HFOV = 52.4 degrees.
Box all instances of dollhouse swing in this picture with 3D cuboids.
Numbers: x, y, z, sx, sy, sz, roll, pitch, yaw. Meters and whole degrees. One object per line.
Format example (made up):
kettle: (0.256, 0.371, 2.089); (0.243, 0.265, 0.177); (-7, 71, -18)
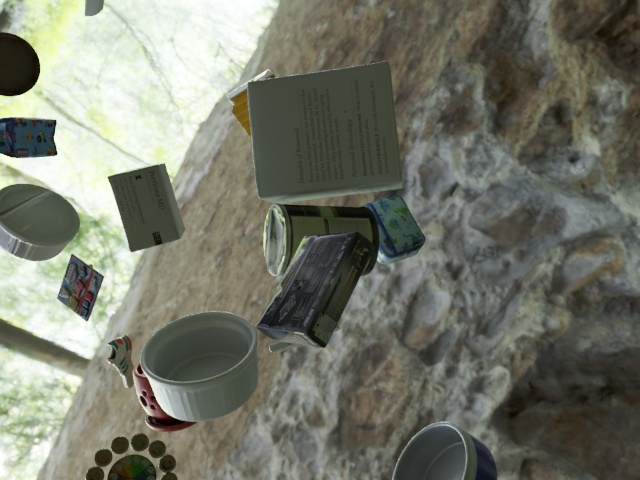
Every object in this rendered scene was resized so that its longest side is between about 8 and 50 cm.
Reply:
dollhouse swing: (-0.197, -0.452, 2.624); (0.315, 0.347, 0.305); (-25, -149, 21)

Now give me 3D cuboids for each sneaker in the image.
sneaker: (-0.604, 0.369, 1.951); (0.057, 0.075, 0.162); (3, -79, 44)

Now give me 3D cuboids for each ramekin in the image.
ramekin: (-0.934, -0.050, 2.109); (0.127, 0.272, 0.273); (-52, -150, 30)
ramekin: (-0.279, 0.303, 1.560); (0.277, 0.277, 0.135); (-127, -153, -58)

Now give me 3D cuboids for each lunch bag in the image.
lunch bag: (-1.100, -0.359, 2.240); (0.221, 0.293, 0.138); (-28, 122, -72)
lunch bag: (0.234, -0.036, 2.181); (0.090, 0.175, 0.219); (114, -43, -61)

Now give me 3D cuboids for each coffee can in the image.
coffee can: (0.000, 0.000, 1.833); (0.201, 0.275, 0.202); (-179, -90, -67)

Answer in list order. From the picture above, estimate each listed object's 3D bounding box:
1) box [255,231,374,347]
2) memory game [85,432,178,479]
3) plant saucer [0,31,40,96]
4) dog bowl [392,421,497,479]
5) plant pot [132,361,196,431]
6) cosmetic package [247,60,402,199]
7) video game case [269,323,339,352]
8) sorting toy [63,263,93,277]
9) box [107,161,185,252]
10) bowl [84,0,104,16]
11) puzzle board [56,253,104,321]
box: (-0.012, 0.094, 1.295); (0.183, 0.056, 0.231); (-5, -129, 53)
memory game: (-0.386, 0.488, 1.333); (0.186, 0.186, 0.012); (-66, -163, -8)
plant saucer: (-0.851, -0.476, 1.765); (0.169, 0.168, 0.029); (-62, -151, 0)
dog bowl: (0.300, 0.590, 1.599); (0.265, 0.104, 0.265); (-46, -158, 24)
plant pot: (-0.402, 0.411, 1.779); (0.191, 0.191, 0.174); (22, -57, 61)
cosmetic package: (0.027, -0.294, 1.881); (0.329, 0.393, 0.328); (-9, 93, -82)
video game case: (-0.042, 0.288, 1.934); (0.227, 0.206, 0.026); (74, -4, -81)
sorting toy: (-0.656, 0.099, 1.760); (0.083, 0.012, 0.062); (-19, -128, 1)
box: (-0.404, -0.083, 1.530); (0.118, 0.181, 0.182); (-16, -170, -6)
bowl: (-0.650, -0.731, 1.876); (0.142, 0.053, 0.142); (145, -56, -64)
puzzle board: (-0.539, 0.107, 1.451); (0.128, 0.096, 0.011); (-63, 167, 23)
